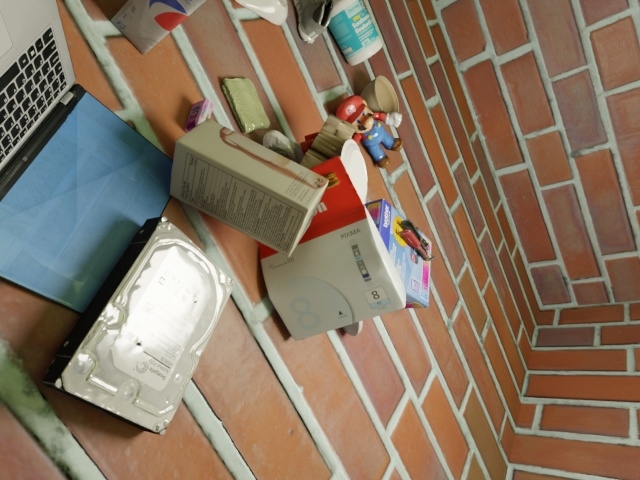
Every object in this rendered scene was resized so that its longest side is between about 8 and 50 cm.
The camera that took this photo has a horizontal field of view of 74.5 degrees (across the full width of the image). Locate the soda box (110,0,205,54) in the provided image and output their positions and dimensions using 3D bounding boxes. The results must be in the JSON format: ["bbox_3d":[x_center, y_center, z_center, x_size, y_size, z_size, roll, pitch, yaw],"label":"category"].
[{"bbox_3d":[-0.298,-0.494,0.845,0.091,0.286,0.098,46,48,-33],"label":"soda box"}]

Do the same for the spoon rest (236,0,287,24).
[{"bbox_3d":[-0.181,-0.718,1.233,0.276,0.084,0.137,-27,102,-64],"label":"spoon rest"}]

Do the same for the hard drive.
[{"bbox_3d":[-0.311,0.155,0.793,0.237,0.064,0.339,53,44,-39],"label":"hard drive"}]

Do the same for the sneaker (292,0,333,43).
[{"bbox_3d":[-0.018,-0.782,1.386,0.086,0.132,0.228,-11,88,-51],"label":"sneaker"}]

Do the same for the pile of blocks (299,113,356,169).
[{"bbox_3d":[-0.021,-0.204,1.131,0.113,0.149,0.362,29,59,-4],"label":"pile of blocks"}]

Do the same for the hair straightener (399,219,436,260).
[{"bbox_3d":[0.337,-0.006,1.421,0.230,0.047,0.089,39,51,-38],"label":"hair straightener"}]

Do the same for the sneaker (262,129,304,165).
[{"bbox_3d":[-0.082,-0.246,1.205,0.232,0.090,0.115,43,43,-46],"label":"sneaker"}]

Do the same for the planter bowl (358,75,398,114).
[{"bbox_3d":[0.210,-0.527,1.603,0.162,0.109,0.162,17,68,-47],"label":"planter bowl"}]

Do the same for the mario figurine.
[{"bbox_3d":[0.182,-0.380,1.484,0.320,0.170,0.198,33,58,-42],"label":"mario figurine"}]

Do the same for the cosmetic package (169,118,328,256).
[{"bbox_3d":[-0.153,-0.114,0.899,0.296,0.153,0.129,28,43,1],"label":"cosmetic package"}]

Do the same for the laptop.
[{"bbox_3d":[-0.398,-0.134,0.673,0.236,0.408,0.381,20,58,-9],"label":"laptop"}]

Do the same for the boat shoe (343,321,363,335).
[{"bbox_3d":[0.098,0.152,1.247,0.088,0.096,0.267,-22,108,-38],"label":"boat shoe"}]

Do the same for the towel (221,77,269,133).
[{"bbox_3d":[-0.199,-0.365,1.133,0.110,0.027,0.148,-33,105,-48],"label":"towel"}]

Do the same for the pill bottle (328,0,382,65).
[{"bbox_3d":[0.106,-0.789,1.527,0.264,0.146,0.146,54,44,-25],"label":"pill bottle"}]

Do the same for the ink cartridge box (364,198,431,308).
[{"bbox_3d":[0.213,0.045,1.415,0.395,0.151,0.270,31,57,-39],"label":"ink cartridge box"}]

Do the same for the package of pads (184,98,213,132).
[{"bbox_3d":[-0.285,-0.289,0.988,0.032,0.050,0.083,36,54,-45],"label":"package of pads"}]

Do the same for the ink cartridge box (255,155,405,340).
[{"bbox_3d":[-0.009,0.036,1.016,0.385,0.308,0.091,62,22,-18],"label":"ink cartridge box"}]

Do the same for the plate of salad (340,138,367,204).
[{"bbox_3d":[0.081,-0.168,1.121,0.200,0.048,0.199,-4,90,-66],"label":"plate of salad"}]
